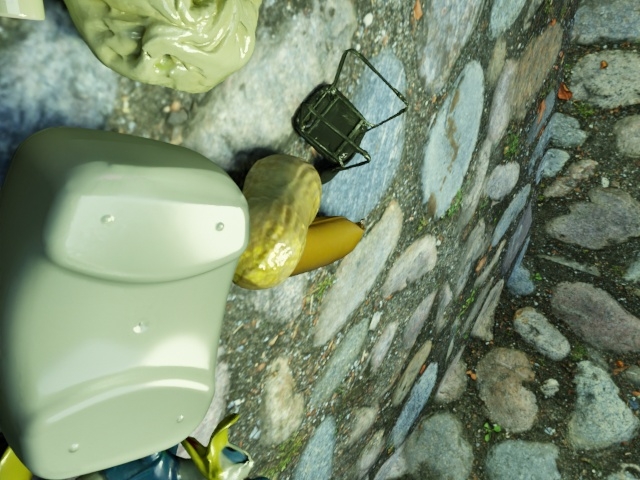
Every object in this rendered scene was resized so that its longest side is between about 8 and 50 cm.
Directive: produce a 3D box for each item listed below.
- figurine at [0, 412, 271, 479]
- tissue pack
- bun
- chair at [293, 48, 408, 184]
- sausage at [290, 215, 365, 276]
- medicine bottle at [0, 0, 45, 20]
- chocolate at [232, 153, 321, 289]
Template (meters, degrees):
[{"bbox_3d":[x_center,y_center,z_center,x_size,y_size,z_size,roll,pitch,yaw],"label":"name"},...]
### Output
[{"bbox_3d":[-0.231,0.327,0.623,0.284,0.337,0.205,-78,176,-57],"label":"figurine"},{"bbox_3d":[-0.233,0.049,0.475,0.229,0.235,0.334,2,108,-44],"label":"tissue pack"},{"bbox_3d":[-0.158,-0.270,0.457,0.229,0.145,0.230,-28,131,-38],"label":"bun"},{"bbox_3d":[0.028,-0.207,0.783,0.145,0.221,0.140,40,73,-11],"label":"chair"},{"bbox_3d":[-0.004,0.002,0.856,0.328,0.112,0.112,-15,121,-49],"label":"sausage"},{"bbox_3d":[-0.275,-0.311,0.345,0.059,0.059,0.231,-21,126,-46],"label":"medicine bottle"},{"bbox_3d":[-0.073,-0.044,0.648,0.309,0.134,0.134,-70,162,-56],"label":"chocolate"}]
